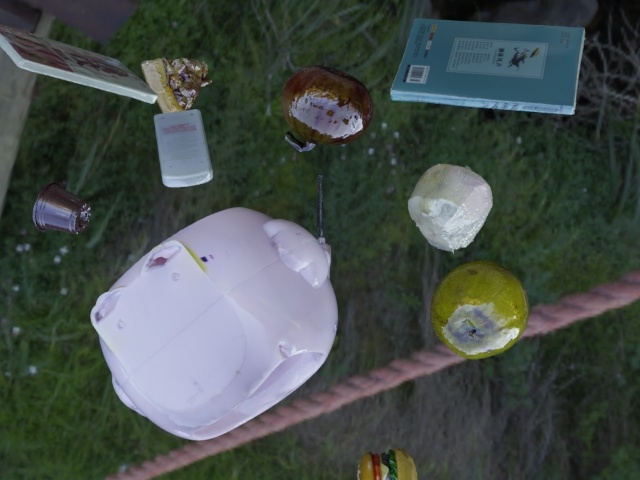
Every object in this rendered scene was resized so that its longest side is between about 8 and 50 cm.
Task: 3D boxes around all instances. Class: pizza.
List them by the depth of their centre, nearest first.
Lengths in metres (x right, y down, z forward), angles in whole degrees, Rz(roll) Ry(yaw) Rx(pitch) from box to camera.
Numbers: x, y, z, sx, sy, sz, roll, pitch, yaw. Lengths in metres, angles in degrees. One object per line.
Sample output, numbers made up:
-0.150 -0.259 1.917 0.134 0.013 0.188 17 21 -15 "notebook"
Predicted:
-0.271 -0.322 1.696 0.069 0.194 0.154 -12 118 31 "pizza"

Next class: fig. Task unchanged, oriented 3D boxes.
0.017 -0.336 2.135 0.235 0.235 0.214 -1 107 14 "fig"

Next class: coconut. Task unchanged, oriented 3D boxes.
0.295 -0.087 1.899 0.194 0.194 0.194 6 150 3 "coconut"

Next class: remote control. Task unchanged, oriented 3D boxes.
-0.240 -0.162 1.474 0.088 0.190 0.029 -10 135 -9 "remote control"

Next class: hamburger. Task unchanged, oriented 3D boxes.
0.129 0.473 1.599 0.115 0.162 0.162 -6 149 4 "hamburger"

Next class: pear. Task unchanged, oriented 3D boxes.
0.246 0.107 1.307 0.149 0.162 0.148 15 122 26 "pear"

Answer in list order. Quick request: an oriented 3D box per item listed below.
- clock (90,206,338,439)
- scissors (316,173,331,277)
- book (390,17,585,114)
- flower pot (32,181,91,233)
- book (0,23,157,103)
-0.121 0.125 1.249 0.368 0.250 0.377 -40 170 16 "clock"
0.000 0.000 1.895 0.024 0.317 0.160 4 163 -13 "scissors"
0.361 -0.379 1.805 0.379 0.264 0.031 9 144 16 "book"
-0.536 -0.061 1.778 0.089 0.111 0.111 17 152 9 "flower pot"
-0.388 -0.279 1.327 0.232 0.162 0.022 8 116 -44 "book"
